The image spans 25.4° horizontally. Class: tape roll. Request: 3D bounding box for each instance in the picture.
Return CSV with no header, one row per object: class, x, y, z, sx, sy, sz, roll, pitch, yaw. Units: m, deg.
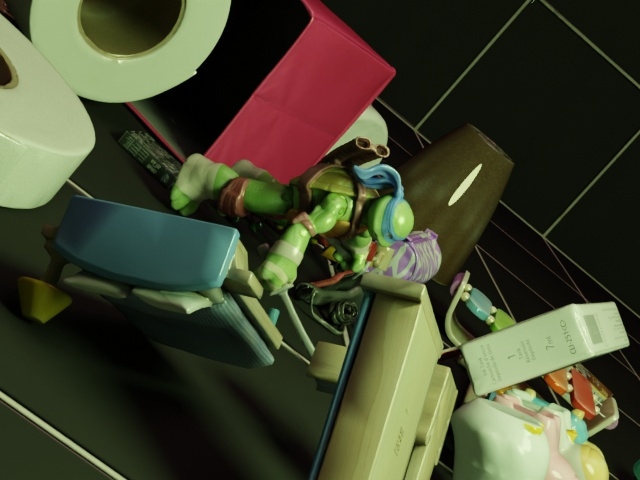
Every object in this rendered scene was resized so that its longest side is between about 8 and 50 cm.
tape roll,-0.248,-0.308,1.682,0.246,0.246,0.169,30,17,-44
tape roll,-0.374,-0.178,1.275,0.392,0.072,0.392,40,12,-10

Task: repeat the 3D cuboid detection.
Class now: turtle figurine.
turtle figurine,-0.029,0.013,1.564,0.266,0.274,0.198,22,44,33

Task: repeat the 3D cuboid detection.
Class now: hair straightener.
hair straightener,0.036,0.074,1.725,0.089,0.047,0.230,44,12,15

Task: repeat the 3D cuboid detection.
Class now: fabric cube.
fabric cube,-0.104,-0.239,1.904,0.254,0.259,0.258,46,12,26

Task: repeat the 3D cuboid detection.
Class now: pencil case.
pencil case,0.126,0.026,2.096,0.086,0.088,0.206,41,12,9

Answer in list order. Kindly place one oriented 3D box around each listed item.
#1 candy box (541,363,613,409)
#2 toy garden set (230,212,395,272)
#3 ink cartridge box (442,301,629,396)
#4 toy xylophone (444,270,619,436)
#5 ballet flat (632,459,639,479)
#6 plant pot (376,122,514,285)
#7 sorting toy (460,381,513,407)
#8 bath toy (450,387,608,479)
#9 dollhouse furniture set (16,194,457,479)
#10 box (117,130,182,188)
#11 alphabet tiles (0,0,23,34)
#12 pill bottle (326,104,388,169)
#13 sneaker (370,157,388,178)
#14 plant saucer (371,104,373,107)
candy box,0.401,0.215,2.380,0.187,0.053,0.109,45,11,12
toy garden set,0.000,0.000,1.787,0.204,0.049,0.244,23,2,22
ink cartridge box,0.209,0.140,1.657,0.296,0.261,0.066,6,65,-70
toy xylophone,0.299,0.186,2.084,0.323,0.081,0.236,40,12,-7
ballet flat,0.508,0.400,1.968,0.124,0.116,0.342,59,6,-8
plant pot,0.214,-0.079,2.414,0.215,0.230,0.215,40,11,-9
sorting toy,0.271,0.250,1.863,0.193,0.038,0.208,42,11,3
bath toy,0.221,0.241,1.523,0.151,0.129,0.348,23,3,21
dollhouse furniture set,-0.074,0.132,1.124,0.303,0.198,0.286,13,-20,16
box,-0.193,-0.095,1.680,0.083,0.018,0.067,43,12,7
alphabet tiles,-0.435,-0.327,1.773,0.285,0.011,0.342,36,13,-22
pill bottle,-0.039,-0.218,2.262,0.169,0.169,0.301,26,18,-52
sneaker,0.065,-0.197,2.631,0.283,0.124,0.107,44,12,13
plant saucer,0.003,-0.244,2.446,0.278,0.041,0.278,40,-24,22
